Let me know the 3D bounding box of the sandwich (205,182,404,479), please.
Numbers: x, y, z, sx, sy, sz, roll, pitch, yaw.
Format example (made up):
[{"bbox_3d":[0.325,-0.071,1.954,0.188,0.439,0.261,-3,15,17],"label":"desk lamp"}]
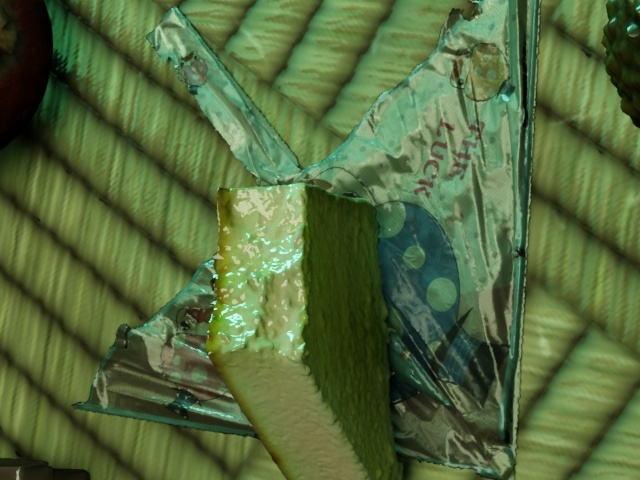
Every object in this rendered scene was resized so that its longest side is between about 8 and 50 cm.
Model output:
[{"bbox_3d":[-0.009,0.067,0.941,0.058,0.162,0.193,-8,83,21],"label":"sandwich"}]

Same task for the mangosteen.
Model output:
[{"bbox_3d":[-0.260,-0.111,1.097,0.180,0.166,0.166,-22,75,53],"label":"mangosteen"}]

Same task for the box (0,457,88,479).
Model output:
[{"bbox_3d":[-0.254,0.240,1.102,0.215,0.086,0.215,-2,85,25],"label":"box"}]

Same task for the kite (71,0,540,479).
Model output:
[{"bbox_3d":[0.000,0.000,1.039,0.406,0.014,0.368,-43,71,16],"label":"kite"}]

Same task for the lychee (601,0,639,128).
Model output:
[{"bbox_3d":[0.226,-0.094,0.865,0.171,0.171,0.171,-2,85,25],"label":"lychee"}]
